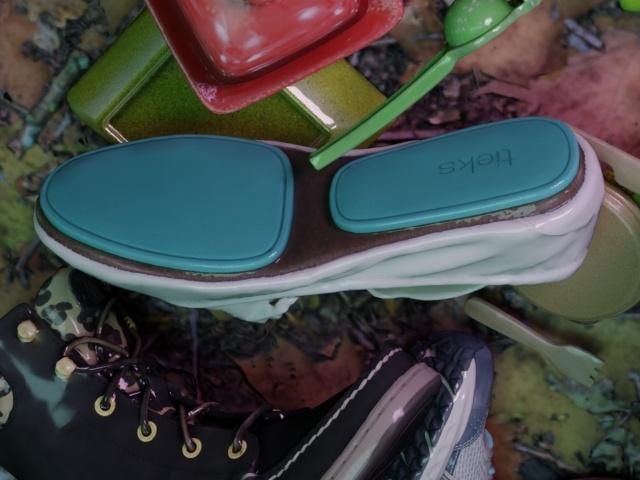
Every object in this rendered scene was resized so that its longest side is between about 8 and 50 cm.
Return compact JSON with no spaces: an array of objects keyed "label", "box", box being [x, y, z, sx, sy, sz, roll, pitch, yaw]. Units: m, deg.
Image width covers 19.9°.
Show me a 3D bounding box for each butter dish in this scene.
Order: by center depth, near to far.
[{"label":"butter dish","box":[-0.041,-0.177,1.205,0.160,0.118,0.160,-27,101,4]}]

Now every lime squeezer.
[{"label":"lime squeezer","box":[0.097,-0.173,1.195,0.110,0.059,0.310,15,103,-29]}]

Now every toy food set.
[{"label":"toy food set","box":[0.188,0.004,1.313,0.132,0.038,0.192,30,127,7]}]

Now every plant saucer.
[{"label":"plant saucer","box":[-0.073,-0.090,1.329,0.188,0.045,0.188,42,121,-9]}]

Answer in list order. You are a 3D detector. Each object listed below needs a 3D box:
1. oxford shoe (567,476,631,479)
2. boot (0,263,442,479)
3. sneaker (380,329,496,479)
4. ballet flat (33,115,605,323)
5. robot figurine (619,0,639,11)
[{"label":"oxford shoe","box":[0.341,0.278,1.346,0.397,0.146,0.140,2,116,14]},{"label":"boot","box":[-0.110,0.133,1.374,0.284,0.138,0.377,48,127,7]},{"label":"sneaker","box":[0.094,0.200,1.420,0.122,0.110,0.283,6,112,-25]},{"label":"ballet flat","box":[0.000,0.000,1.270,0.400,0.139,0.139,-4,116,13]},{"label":"robot figurine","box":[0.232,-0.180,1.176,0.115,0.067,0.101,2,119,15]}]
